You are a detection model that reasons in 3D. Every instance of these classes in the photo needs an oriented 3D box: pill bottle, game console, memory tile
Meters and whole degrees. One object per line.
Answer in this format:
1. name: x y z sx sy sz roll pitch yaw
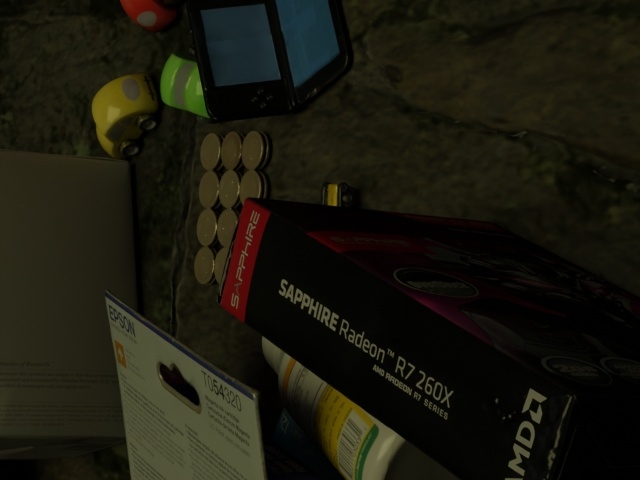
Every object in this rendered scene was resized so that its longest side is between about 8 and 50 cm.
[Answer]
1. pill bottle: 0.039 0.121 1.364 0.208 0.117 0.118 43 121 48
2. game console: -0.050 -0.192 1.559 0.085 0.124 0.144 106 154 -65
3. memory tile: -0.083 -0.030 1.647 0.113 0.012 0.148 0 86 55

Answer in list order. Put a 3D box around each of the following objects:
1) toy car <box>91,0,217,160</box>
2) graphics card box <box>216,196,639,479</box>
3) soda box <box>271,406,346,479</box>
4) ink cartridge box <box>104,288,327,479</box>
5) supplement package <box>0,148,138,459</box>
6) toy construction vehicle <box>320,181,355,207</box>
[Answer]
1. toy car: -0.158 -0.174 1.734 0.225 0.053 0.239 32 112 52
2. graphics card box: 0.122 0.073 1.152 0.371 0.232 0.094 33 112 52
3. soda box: 0.037 0.214 1.396 0.210 0.071 0.067 48 126 46
4. ink cartridge box: -0.077 0.226 1.464 0.324 0.071 0.330 27 125 59
5. supplement package: -0.302 0.071 1.805 0.177 0.175 0.293 -22 69 54
6. toy construction vehicle: 0.000 0.000 1.513 0.086 0.035 0.098 -2 87 44
